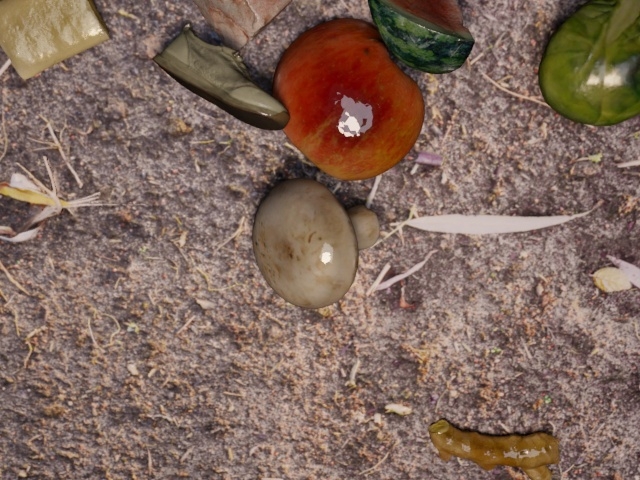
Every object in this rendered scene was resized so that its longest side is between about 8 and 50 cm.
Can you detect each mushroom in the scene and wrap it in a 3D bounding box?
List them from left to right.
[{"bbox_3d":[0.000,0.000,1.373,0.244,0.243,0.243,-1,106,-4],"label":"mushroom"}]

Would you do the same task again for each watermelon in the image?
[{"bbox_3d":[-0.128,-0.454,1.254,0.310,0.193,0.231,8,89,-17],"label":"watermelon"},{"bbox_3d":[0.164,-0.380,1.292,0.207,0.202,0.136,27,130,-17],"label":"watermelon"}]

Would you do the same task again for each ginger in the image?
[{"bbox_3d":[0.372,0.442,1.586,0.299,0.065,0.118,14,101,-5],"label":"ginger"}]

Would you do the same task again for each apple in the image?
[{"bbox_3d":[0.057,-0.241,1.312,0.251,0.163,0.293,-42,106,9],"label":"apple"}]

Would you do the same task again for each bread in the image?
[{"bbox_3d":[-0.474,-0.378,1.285,0.178,0.060,0.139,-23,106,3],"label":"bread"}]

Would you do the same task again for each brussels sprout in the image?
[{"bbox_3d":[0.515,-0.328,1.300,0.219,0.210,0.271,27,92,11],"label":"brussels sprout"}]

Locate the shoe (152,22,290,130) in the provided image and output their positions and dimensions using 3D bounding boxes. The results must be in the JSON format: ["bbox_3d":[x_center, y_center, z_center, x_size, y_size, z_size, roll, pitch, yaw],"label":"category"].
[{"bbox_3d":[-0.162,-0.282,1.286,0.275,0.103,0.098,32,91,12],"label":"shoe"}]
